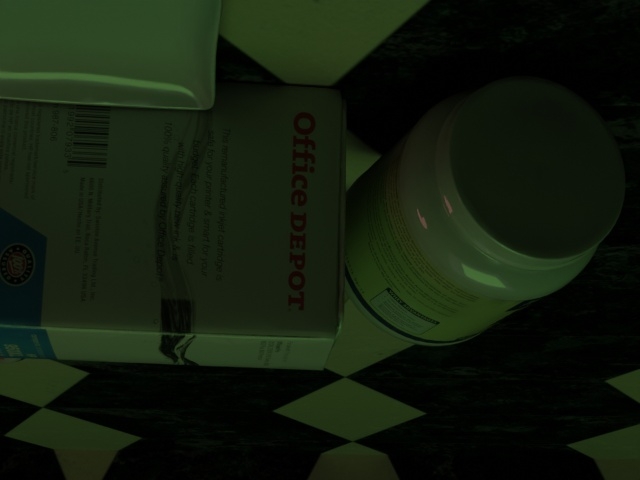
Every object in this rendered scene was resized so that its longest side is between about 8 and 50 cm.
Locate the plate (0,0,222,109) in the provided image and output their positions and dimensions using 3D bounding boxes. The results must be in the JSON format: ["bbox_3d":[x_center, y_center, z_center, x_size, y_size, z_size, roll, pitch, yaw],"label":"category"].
[{"bbox_3d":[-0.236,-0.204,1.478,0.278,0.045,0.277,3,161,-5],"label":"plate"}]

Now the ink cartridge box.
[{"bbox_3d":[-0.175,-0.017,1.656,0.394,0.286,0.166,3,162,-4],"label":"ink cartridge box"}]

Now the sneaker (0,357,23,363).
[{"bbox_3d":[-0.401,0.038,1.971,0.180,0.125,0.321,-12,-144,-34],"label":"sneaker"}]

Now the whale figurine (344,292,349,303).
[{"bbox_3d":[0.000,0.000,1.997,0.272,0.141,0.216,-35,147,21],"label":"whale figurine"}]

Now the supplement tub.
[{"bbox_3d":[0.168,-0.028,1.674,0.235,0.235,0.325,7,161,-17],"label":"supplement tub"}]
